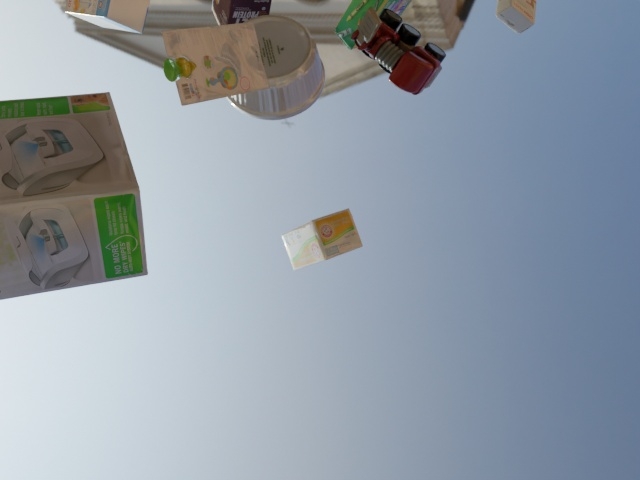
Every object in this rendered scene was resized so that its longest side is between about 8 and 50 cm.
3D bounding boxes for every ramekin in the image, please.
[{"bbox_3d":[-0.124,-0.448,1.575,0.273,0.127,0.272,0,-116,1],"label":"ramekin"}]

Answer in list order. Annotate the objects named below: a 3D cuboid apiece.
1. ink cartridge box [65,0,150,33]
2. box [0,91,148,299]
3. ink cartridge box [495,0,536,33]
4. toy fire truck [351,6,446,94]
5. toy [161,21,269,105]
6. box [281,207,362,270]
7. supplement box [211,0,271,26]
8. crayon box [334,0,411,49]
[{"bbox_3d":[-0.404,-0.454,1.169,0.143,0.090,0.092,18,-83,31],"label":"ink cartridge box"},{"bbox_3d":[-0.342,-0.059,0.726,0.231,0.126,0.262,-9,-142,-20],"label":"box"},{"bbox_3d":[0.479,-0.582,1.514,0.052,0.089,0.122,-20,-127,55],"label":"ink cartridge box"},{"bbox_3d":[0.167,-0.453,1.463,0.217,0.246,0.158,42,-55,10],"label":"toy fire truck"},{"bbox_3d":[-0.212,-0.347,1.222,0.056,0.136,0.237,-3,-164,38],"label":"toy"},{"bbox_3d":[0.000,0.000,1.577,0.114,0.203,0.103,-20,-91,-28],"label":"box"},{"bbox_3d":[-0.250,-0.755,1.960,0.129,0.194,0.191,-9,-123,-22],"label":"supplement box"},{"bbox_3d":[0.172,-0.656,1.686,0.165,0.278,0.081,-31,-100,-39],"label":"crayon box"}]
